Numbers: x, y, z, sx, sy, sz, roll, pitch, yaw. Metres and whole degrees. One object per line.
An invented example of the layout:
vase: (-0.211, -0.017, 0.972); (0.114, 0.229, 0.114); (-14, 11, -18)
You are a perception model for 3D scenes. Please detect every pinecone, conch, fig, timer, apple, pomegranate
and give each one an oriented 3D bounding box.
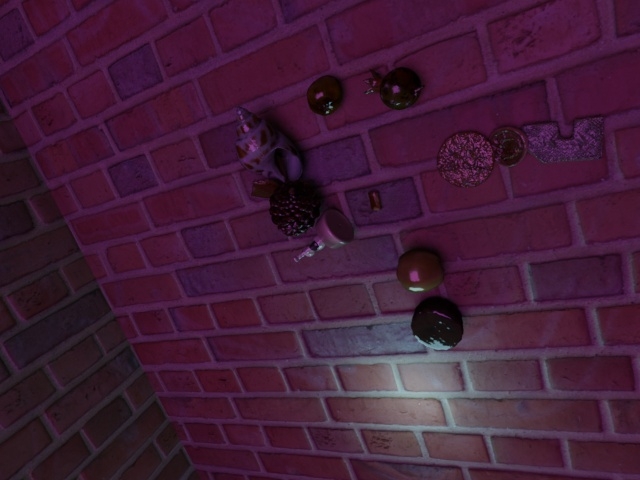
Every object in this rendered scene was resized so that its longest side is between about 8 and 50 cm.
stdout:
pinecone: (-0.111, -0.129, 1.854); (0.225, 0.224, 0.272); (24, 147, 13)
conch: (-0.229, -0.388, 1.795); (0.250, 0.196, 0.368); (-12, 151, 21)
fig: (0.018, -0.565, 1.677); (0.136, 0.120, 0.153); (28, 107, -34)
timer: (0.000, 0.000, 1.922); (0.175, 0.175, 0.266); (49, 127, -3)
apple: (0.411, 0.126, 1.784); (0.200, 0.200, 0.199); (10, 116, 20)
pomegranate: (0.264, -0.566, 1.554); (0.220, 0.156, 0.156); (39, 123, 14)

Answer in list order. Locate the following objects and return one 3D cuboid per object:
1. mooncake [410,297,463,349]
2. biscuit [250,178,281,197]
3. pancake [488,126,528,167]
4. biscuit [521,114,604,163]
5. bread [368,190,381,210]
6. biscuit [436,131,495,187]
mooncake: (0.513, 0.363, 1.883); (0.229, 0.124, 0.228); (11, 122, 18)
biscuit: (-0.256, -0.234, 1.935); (0.229, 0.176, 0.031); (0, 72, 41)
pancake: (0.664, -0.331, 1.527); (0.152, 0.025, 0.151); (26, 135, 30)
biscuit: (0.822, -0.340, 1.464); (0.250, 0.046, 0.147); (0, 113, 24)
bread: (0.230, -0.168, 1.815); (0.047, 0.036, 0.083); (0, 114, 33)
biscuit: (0.542, -0.300, 1.608); (0.220, 0.033, 0.219); (14, 119, 26)
